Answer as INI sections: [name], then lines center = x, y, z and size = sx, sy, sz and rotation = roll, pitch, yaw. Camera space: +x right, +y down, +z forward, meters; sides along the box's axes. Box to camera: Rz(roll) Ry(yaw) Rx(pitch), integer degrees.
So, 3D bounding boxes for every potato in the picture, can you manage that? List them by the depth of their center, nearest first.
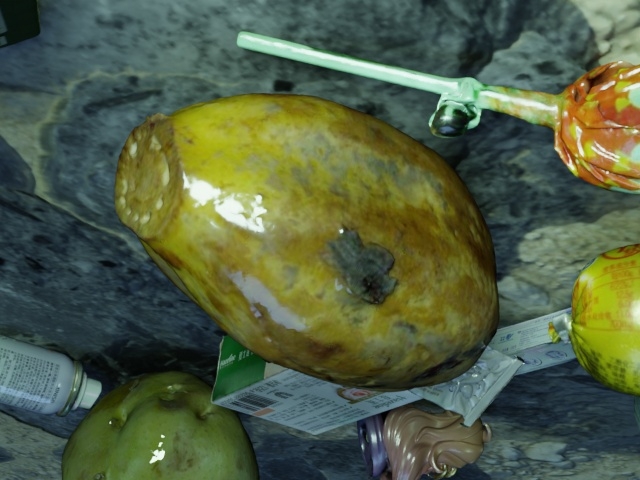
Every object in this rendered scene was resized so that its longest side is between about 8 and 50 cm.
[potato]
center = -0.188, 0.272, 1.215
size = 0.218, 0.203, 0.351
rotation = -15, 162, -9

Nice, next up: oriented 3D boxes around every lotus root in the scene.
[lotus root]
center = -0.003, 0.009, 0.684
size = 0.193, 0.193, 0.291
rotation = -19, 143, 40

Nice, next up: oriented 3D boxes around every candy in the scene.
[candy]
center = 0.088, -0.090, 0.604
size = 0.287, 0.078, 0.084
rotation = 14, 156, 4

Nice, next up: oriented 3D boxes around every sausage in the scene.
[sausage]
center = 0.347, 0.062, 0.751
size = 0.346, 0.123, 0.123
rotation = 1, 152, 12

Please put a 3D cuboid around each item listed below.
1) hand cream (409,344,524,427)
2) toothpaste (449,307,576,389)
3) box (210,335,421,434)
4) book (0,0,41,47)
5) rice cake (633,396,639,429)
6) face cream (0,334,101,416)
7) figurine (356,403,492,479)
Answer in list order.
[hand cream]
center = 0.057, 0.081, 0.896
size = 0.256, 0.084, 0.050
rotation = 31, -169, -12
[toothpaste]
center = 0.184, 0.102, 0.960
size = 0.047, 0.040, 0.196
rotation = 31, 145, -30
[box]
center = -0.002, 0.126, 1.010
size = 0.135, 0.081, 0.199
rotation = 23, 151, -28
[book]
center = -0.234, -0.102, 0.475
size = 0.201, 0.027, 0.264
rotation = -15, -173, -13
[rice cake]
center = 0.329, 0.137, 0.959
size = 0.063, 0.069, 0.206
rotation = -2, 150, 17
[face cream]
center = -0.360, 0.145, 1.140
size = 0.229, 0.075, 0.075
rotation = 23, 149, -25
[figurine]
center = 0.115, 0.233, 1.150
size = 0.156, 0.126, 0.114
rotation = 3, -165, 11
